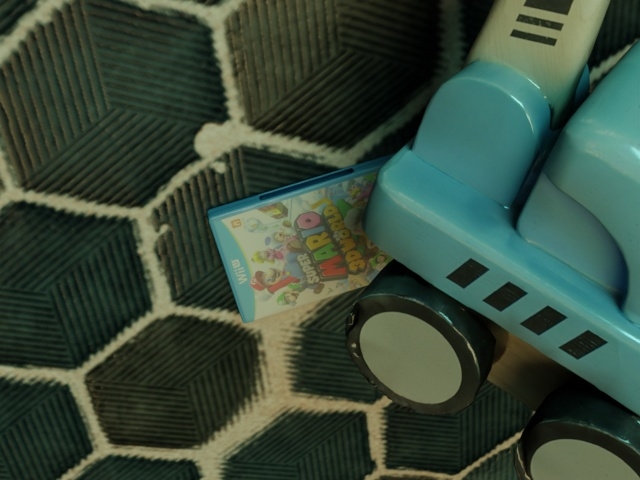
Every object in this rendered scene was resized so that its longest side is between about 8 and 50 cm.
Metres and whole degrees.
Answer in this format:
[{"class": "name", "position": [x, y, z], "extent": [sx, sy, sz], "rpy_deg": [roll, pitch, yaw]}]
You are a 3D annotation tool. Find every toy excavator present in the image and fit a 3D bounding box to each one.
[{"class": "toy excavator", "position": [0.151, -0.093, 0.616], "extent": [0.222, 0.433, 0.445], "rpy_deg": [-42, 160, -43]}]

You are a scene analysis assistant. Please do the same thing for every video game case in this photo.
[{"class": "video game case", "position": [0.000, 0.000, 0.810], "extent": [0.166, 0.015, 0.119], "rpy_deg": [-17, 129, -4]}]
